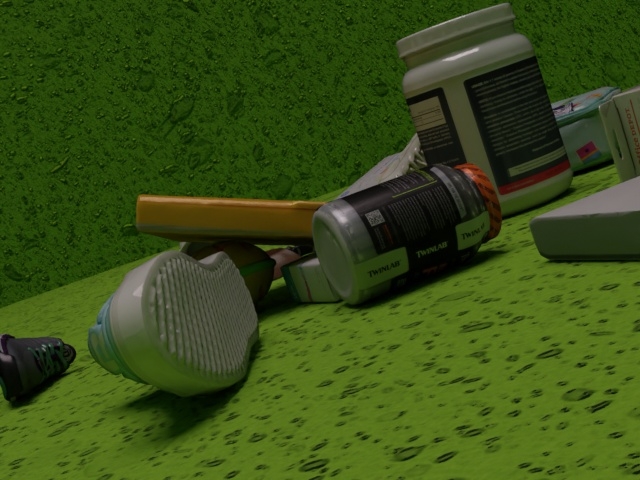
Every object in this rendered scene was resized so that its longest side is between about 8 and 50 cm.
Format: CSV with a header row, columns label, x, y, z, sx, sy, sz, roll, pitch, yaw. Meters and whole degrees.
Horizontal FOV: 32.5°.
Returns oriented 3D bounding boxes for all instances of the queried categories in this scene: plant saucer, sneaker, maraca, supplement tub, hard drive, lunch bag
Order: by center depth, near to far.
label,x,y,z,sx,sy,sz,roll,pitch,yaw
hard drive,0.402,-0.062,1.015,0.353,0.047,0.233,-20,6,-19
sneaker,-0.155,0.095,1.034,0.150,0.135,0.366,-26,-4,6
supplement tub,0.096,-0.013,1.208,0.190,0.117,0.117,-21,6,-17
sneaker,-0.362,0.148,1.399,0.098,0.083,0.223,-15,4,-14
maraca,-0.143,0.060,1.405,0.185,0.099,0.127,-22,-6,10
supplement tub,0.226,-0.173,1.532,0.191,0.272,0.191,-18,6,2
sneaker,0.161,-0.111,1.721,0.118,0.110,0.292,-38,-14,-46
plant saucer,-0.120,0.051,1.752,0.198,0.036,0.198,-18,5,2
lunch bag,0.383,-0.166,1.789,0.224,0.108,0.279,-16,6,28

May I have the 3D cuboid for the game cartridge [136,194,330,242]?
label,x,y,z,sx,sy,sz,roll,pitch,yaw
game cartridge,-0.053,-0.023,1.435,0.323,0.053,0.285,0,-3,3

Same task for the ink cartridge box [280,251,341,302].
label,x,y,z,sx,sy,sz,roll,pitch,yaw
ink cartridge box,0.020,0.037,1.317,0.088,0.052,0.122,-22,5,-25

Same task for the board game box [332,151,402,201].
label,x,y,z,sx,sy,sz,roll,pitch,yaw
board game box,0.209,-0.126,2.025,0.316,0.064,0.242,-16,15,36

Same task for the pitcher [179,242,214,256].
label,x,y,z,sx,sy,sz,roll,pitch,yaw
pitcher,-0.210,0.028,1.932,0.177,0.125,0.207,-39,8,12

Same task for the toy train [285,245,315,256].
label,x,y,z,sx,sy,sz,roll,pitch,yaw
toy train,0.000,0.000,1.887,0.036,0.027,0.158,-9,12,45

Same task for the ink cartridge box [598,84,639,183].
label,x,y,z,sx,sy,sz,roll,pitch,yaw
ink cartridge box,0.434,-0.145,1.372,0.067,0.115,0.198,-13,9,47
